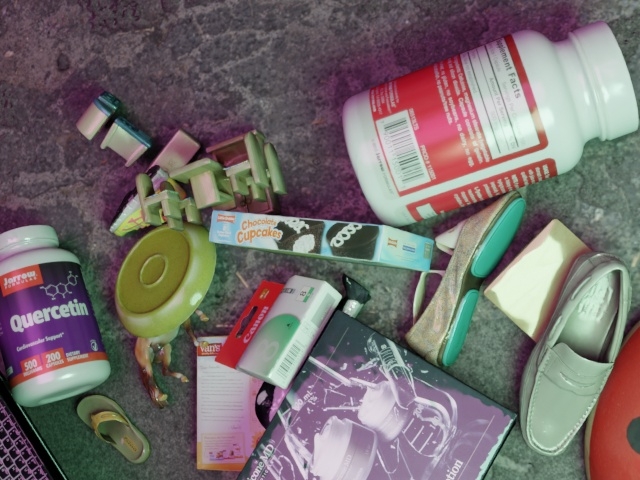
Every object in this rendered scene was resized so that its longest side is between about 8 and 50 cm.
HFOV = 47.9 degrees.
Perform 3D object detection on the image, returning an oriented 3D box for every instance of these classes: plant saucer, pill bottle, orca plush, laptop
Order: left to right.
[{"bbox_3d":[-0.615,0.444,1.340,0.408,0.236,0.382,-40,78,11],"label":"laptop"},{"bbox_3d":[-0.532,0.141,1.388,0.181,0.181,0.323,-24,77,15],"label":"pill bottle"},{"bbox_3d":[-0.300,0.062,1.340,0.240,0.037,0.241,-17,55,25],"label":"plant saucer"},{"bbox_3d":[-0.037,0.177,1.229,0.102,0.151,0.287,32,93,20],"label":"orca plush"},{"bbox_3d":[0.258,-0.184,1.124,0.407,0.229,0.229,-18,79,16],"label":"pill bottle"}]

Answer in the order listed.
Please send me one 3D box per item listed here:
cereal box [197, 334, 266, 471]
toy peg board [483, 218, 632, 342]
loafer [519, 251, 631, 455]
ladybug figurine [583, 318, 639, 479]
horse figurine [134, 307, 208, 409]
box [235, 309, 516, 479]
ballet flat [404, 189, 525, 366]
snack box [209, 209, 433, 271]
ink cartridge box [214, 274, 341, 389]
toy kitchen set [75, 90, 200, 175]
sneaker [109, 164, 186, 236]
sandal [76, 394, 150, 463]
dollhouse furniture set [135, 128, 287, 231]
[{"bbox_3d":[-0.140,0.292,1.305,0.172,0.047,0.240,-3,82,20],"label":"cereal box"},{"bbox_3d":[0.370,0.074,1.149,0.160,0.079,0.161,43,99,2],"label":"toy peg board"},{"bbox_3d":[0.372,0.171,1.059,0.111,0.111,0.320,15,97,6],"label":"loafer"},{"bbox_3d":[0.544,0.264,1.010,0.305,0.162,0.450,23,92,20],"label":"ladybug figurine"},{"bbox_3d":[-0.283,0.182,1.345,0.174,0.066,0.263,39,107,42],"label":"horse figurine"},{"bbox_3d":[0.085,0.340,1.124,0.312,0.179,0.343,28,83,21],"label":"box"},{"bbox_3d":[0.223,0.050,1.181,0.106,0.107,0.316,27,93,33],"label":"ballet flat"},{"bbox_3d":[0.000,0.000,1.183,0.321,0.187,0.060,6,86,32],"label":"snack box"},{"bbox_3d":[-0.091,0.140,1.218,0.224,0.056,0.181,8,61,49],"label":"ink cartridge box"},{"bbox_3d":[-0.354,-0.220,1.431,0.207,0.166,0.122,38,99,-18],"label":"toy kitchen set"},{"bbox_3d":[-0.331,-0.055,1.381,0.208,0.094,0.082,-34,32,42],"label":"sneaker"},{"bbox_3d":[-0.404,0.362,1.389,0.180,0.049,0.072,37,97,19],"label":"sandal"},{"bbox_3d":[-0.175,-0.124,1.260,0.212,0.242,0.161,-18,78,16],"label":"dollhouse furniture set"}]
